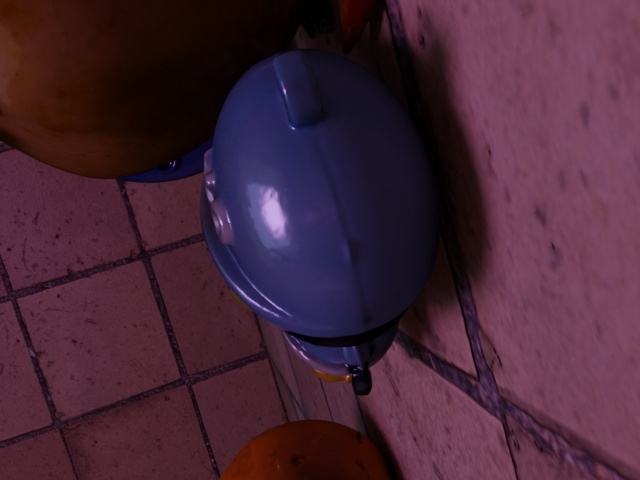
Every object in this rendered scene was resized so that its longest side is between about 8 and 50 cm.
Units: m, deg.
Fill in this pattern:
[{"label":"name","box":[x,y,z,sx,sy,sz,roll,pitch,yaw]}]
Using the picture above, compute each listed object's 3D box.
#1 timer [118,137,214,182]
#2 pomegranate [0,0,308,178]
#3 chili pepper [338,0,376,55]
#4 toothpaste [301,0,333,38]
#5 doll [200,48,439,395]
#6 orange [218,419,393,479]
[{"label":"timer","box":[-0.183,-0.253,0.769,0.383,0.270,0.270,-97,-5,-65]},{"label":"pomegranate","box":[-0.144,-0.182,0.437,0.307,0.307,0.307,162,90,-79]},{"label":"chili pepper","box":[0.022,-0.166,0.344,0.178,0.027,0.045,89,164,-56]},{"label":"toothpaste","box":[-0.014,-0.188,0.505,0.017,0.020,0.083,83,165,-52]},{"label":"doll","box":[0.000,0.000,0.427,0.314,0.141,0.177,83,169,-57]},{"label":"orange","box":[-0.011,0.346,0.791,0.246,0.246,0.246,162,90,-79]}]
